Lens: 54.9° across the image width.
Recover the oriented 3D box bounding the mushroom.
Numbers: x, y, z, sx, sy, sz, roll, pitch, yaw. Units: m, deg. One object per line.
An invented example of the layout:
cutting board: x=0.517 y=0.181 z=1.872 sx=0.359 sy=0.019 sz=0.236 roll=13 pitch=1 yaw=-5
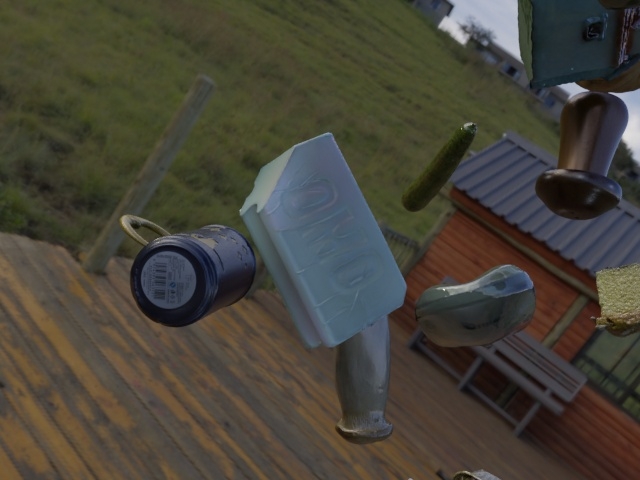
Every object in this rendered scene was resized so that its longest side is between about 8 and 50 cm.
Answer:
mushroom: x=0.090 y=0.249 z=1.364 sx=0.138 sy=0.406 sz=0.154 roll=-5 pitch=0 yaw=-14

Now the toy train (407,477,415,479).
toy train: x=0.145 y=0.471 z=1.128 sx=0.017 sy=0.083 sz=0.017 roll=19 pitch=-40 yaw=47

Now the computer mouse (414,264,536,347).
computer mouse: x=0.272 y=0.135 z=1.060 sx=0.331 sy=0.197 sz=0.094 roll=49 pitch=29 yaw=-60

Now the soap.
soap: x=0.000 y=0.000 z=0.941 sx=0.289 sy=0.173 sz=0.095 roll=64 pitch=-28 yaw=-1

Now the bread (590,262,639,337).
bread: x=0.688 y=0.134 z=1.358 sx=0.127 sy=0.147 sz=0.152 roll=20 pitch=-28 yaw=-33

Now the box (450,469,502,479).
box: x=0.274 y=0.492 z=1.095 sx=0.111 sy=0.177 sz=0.111 roll=8 pitch=18 yaw=-3

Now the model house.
model house: x=0.603 y=-0.502 z=1.330 sx=0.251 sy=0.330 sz=0.294 roll=-76 pitch=157 yaw=-44

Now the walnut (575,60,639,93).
walnut: x=0.795 y=-0.556 z=1.678 sx=0.333 sy=0.332 sz=0.333 roll=33 pitch=10 yaw=-7

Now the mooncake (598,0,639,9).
mooncake: x=0.398 y=-0.460 z=0.709 sx=0.194 sy=0.356 sz=0.356 roll=7 pitch=-11 yaw=42

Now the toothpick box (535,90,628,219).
toothpick box: x=0.631 y=-0.195 z=1.474 sx=0.192 sy=0.294 sz=0.192 roll=17 pitch=-13 yaw=4

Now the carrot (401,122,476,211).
carrot: x=0.308 y=-0.185 z=1.589 sx=0.074 sy=0.358 sz=0.074 roll=10 pitch=58 yaw=-16

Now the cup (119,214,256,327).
cup: x=-0.281 y=0.057 z=1.192 sx=0.255 sy=0.178 sz=0.256 roll=9 pitch=5 yaw=9
